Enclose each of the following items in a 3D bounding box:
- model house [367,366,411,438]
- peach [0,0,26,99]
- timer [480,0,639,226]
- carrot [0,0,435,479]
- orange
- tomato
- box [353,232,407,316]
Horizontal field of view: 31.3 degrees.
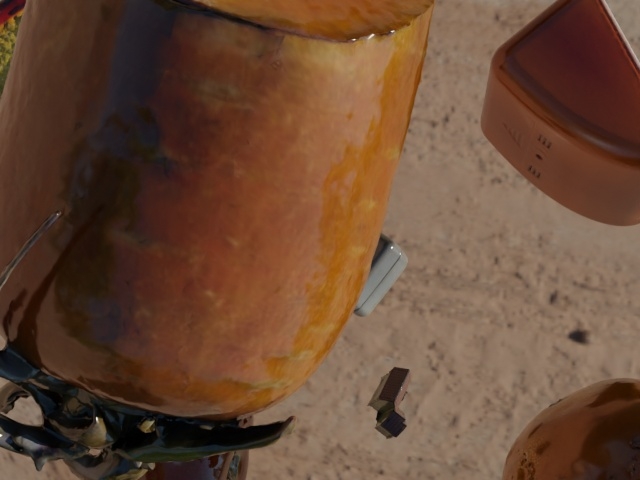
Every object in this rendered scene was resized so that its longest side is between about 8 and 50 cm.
[{"bbox_3d":[0.103,0.227,1.599,0.057,0.058,0.083,38,54,-10],"label":"model house"},{"bbox_3d":[-0.285,-0.180,1.222,0.196,0.226,0.190,21,51,-28],"label":"peach"},{"bbox_3d":[0.333,-0.143,1.418,0.161,0.257,0.250,-37,75,-8],"label":"timer"},{"bbox_3d":[-0.067,-0.017,0.550,0.193,0.214,0.331,18,107,-1],"label":"carrot"},{"bbox_3d":[0.299,0.254,1.137,0.240,0.240,0.240,0,91,-26],"label":"orange"},{"bbox_3d":[-0.153,0.238,1.282,0.136,0.195,0.195,9,86,11],"label":"tomato"},{"bbox_3d":[0.000,0.000,1.479,0.103,0.243,0.055,-52,137,-3],"label":"box"}]
